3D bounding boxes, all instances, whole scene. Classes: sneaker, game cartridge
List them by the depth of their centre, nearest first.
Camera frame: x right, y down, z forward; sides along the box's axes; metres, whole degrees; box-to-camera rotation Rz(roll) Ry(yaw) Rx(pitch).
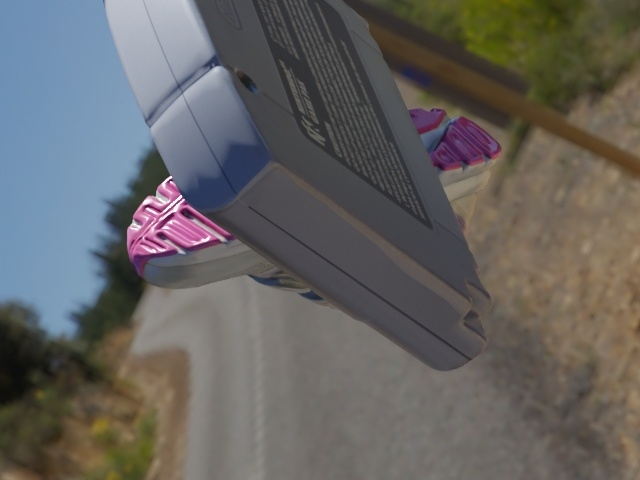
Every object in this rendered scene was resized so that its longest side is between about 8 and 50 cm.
[{"bbox_3d":[-0.023,-0.078,0.946,0.060,0.196,0.294,-38,38,16],"label":"game cartridge"},{"bbox_3d":[0.000,0.000,1.206,0.103,0.252,0.111,-128,32,-52],"label":"sneaker"}]
